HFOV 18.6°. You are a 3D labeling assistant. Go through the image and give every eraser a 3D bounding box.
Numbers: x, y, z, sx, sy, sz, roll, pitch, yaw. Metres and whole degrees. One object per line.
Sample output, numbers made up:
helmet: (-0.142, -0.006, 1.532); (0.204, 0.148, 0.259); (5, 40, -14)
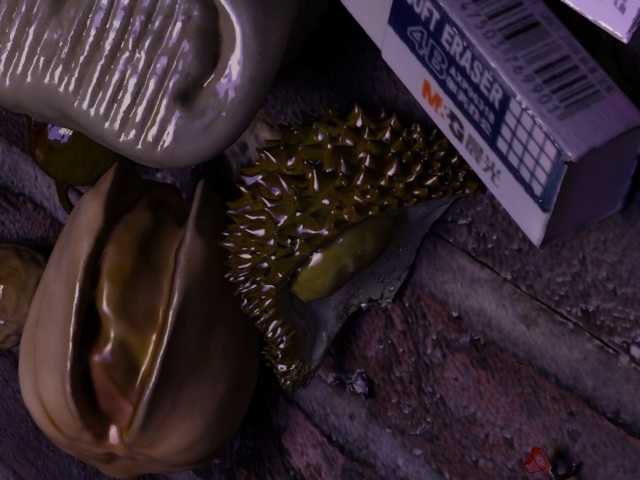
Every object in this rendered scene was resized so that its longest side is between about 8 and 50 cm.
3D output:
eraser: (0.128, -0.140, 1.503); (0.287, 0.086, 0.130); (54, 157, 25)

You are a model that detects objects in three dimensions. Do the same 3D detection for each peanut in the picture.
peanut: (-0.373, 0.060, 2.184); (0.236, 0.110, 0.120); (-5, 106, 53)

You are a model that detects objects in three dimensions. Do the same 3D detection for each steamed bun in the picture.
steamed bun: (-0.162, -0.255, 1.718); (0.368, 0.255, 0.342); (21, 101, 14)

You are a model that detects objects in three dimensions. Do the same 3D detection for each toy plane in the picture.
toy plane: (0.212, 0.227, 1.580); (0.145, 0.037, 0.060); (57, 148, 16)

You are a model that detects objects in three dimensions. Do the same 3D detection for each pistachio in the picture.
pistachio: (-0.168, 0.085, 1.858); (0.238, 0.229, 0.321); (-81, 0, -63)

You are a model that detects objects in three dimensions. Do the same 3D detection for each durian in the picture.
durian: (0.000, 0.000, 1.706); (0.172, 0.166, 0.306); (-101, 32, -49)

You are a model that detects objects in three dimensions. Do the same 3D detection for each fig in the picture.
fig: (-0.247, -0.086, 1.996); (0.124, 0.124, 0.236); (57, 150, 22)

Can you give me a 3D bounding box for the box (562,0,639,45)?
box: (0.209, -0.286, 1.289); (0.194, 0.111, 0.260); (39, 114, 22)
